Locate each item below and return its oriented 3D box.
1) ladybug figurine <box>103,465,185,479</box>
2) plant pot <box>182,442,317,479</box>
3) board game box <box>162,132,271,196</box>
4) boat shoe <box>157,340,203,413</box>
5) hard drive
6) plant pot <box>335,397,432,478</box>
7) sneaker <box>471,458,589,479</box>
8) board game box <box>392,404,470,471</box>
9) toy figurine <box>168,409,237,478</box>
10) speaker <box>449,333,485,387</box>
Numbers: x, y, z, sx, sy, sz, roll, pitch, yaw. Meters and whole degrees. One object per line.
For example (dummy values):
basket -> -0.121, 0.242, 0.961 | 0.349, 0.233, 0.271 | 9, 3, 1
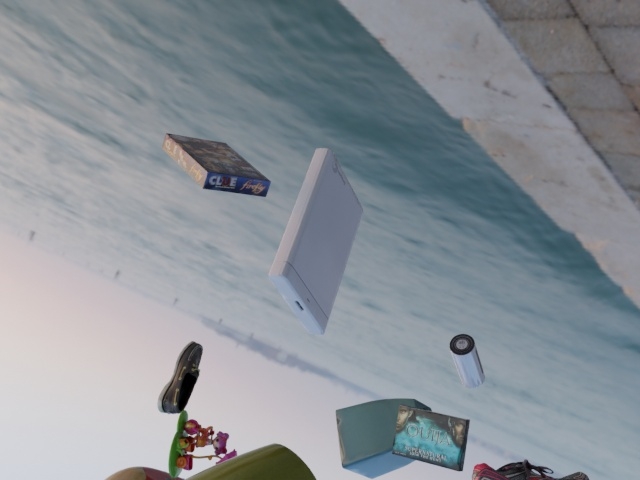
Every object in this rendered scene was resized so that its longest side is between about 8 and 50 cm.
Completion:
ladybug figurine -> -0.421, 0.761, 2.087 | 0.449, 0.162, 0.305 | 32, 174, -27
plant pot -> -0.144, 0.482, 1.235 | 0.274, 0.293, 0.275 | 29, 136, 32
board game box -> -0.243, -0.175, 1.717 | 0.165, 0.042, 0.243 | 5, -156, -38
boat shoe -> -0.375, 0.384, 2.085 | 0.068, 0.228, 0.081 | 3, 140, 24
hard drive -> 0.000, 0.000, 1.677 | 0.047, 0.353, 0.233 | -1, 142, 27
plant pot -> 0.189, 0.528, 2.044 | 0.234, 0.166, 0.165 | -26, 141, 25
sneaker -> 0.499, 0.568, 1.745 | 0.299, 0.112, 0.121 | 1, 156, -18
board game box -> 0.272, 0.487, 1.849 | 0.186, 0.126, 0.026 | 4, 171, 34
toy figurine -> -0.291, 0.534, 1.921 | 0.159, 0.173, 0.130 | 5, 170, 10
speaker -> 0.315, 0.260, 1.597 | 0.055, 0.055, 0.136 | 18, 148, 36
